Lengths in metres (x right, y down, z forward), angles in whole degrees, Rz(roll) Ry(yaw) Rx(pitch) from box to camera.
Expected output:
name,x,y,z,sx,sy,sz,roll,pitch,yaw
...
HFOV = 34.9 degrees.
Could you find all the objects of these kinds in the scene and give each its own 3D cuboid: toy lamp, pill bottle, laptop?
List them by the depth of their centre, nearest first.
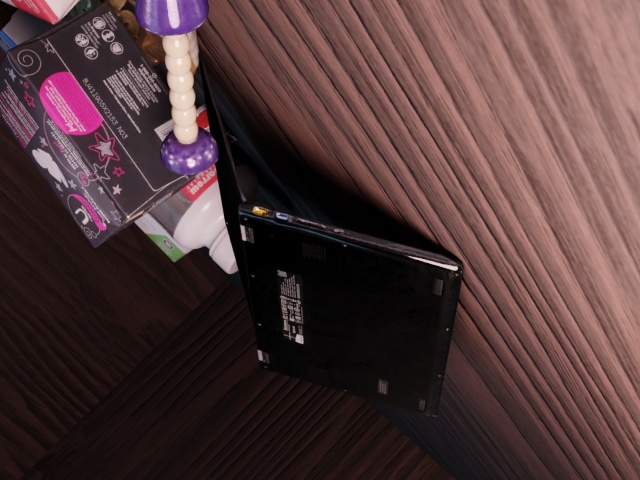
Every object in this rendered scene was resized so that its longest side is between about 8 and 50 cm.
name,x,y,z,sx,sy,sz,roll,pitch,yaw
toy lamp,-0.153,-0.189,1.109,0.080,0.080,0.274,41,152,29
laptop,0.000,0.000,1.347,0.408,0.236,0.382,15,147,12
pill bottle,-0.217,-0.099,1.695,0.318,0.176,0.176,44,171,9

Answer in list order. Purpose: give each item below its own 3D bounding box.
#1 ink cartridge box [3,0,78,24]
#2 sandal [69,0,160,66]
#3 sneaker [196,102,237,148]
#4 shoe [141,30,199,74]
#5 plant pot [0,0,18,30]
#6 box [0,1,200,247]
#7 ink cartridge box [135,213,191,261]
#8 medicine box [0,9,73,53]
name,x,y,z,sx,sy,sz,roll,pitch,yaw
ink cartridge box,-0.438,-0.416,1.236,0.306,0.131,0.226,25,164,26
sandal,-0.305,-0.326,1.355,0.240,0.088,0.079,48,178,14
sneaker,-0.164,-0.168,1.565,0.067,0.042,0.118,48,179,7
shoe,-0.174,-0.247,1.230,0.077,0.058,0.219,33,175,-4
plant pot,-0.487,-0.417,1.525,0.167,0.165,0.167,44,172,8
box,-0.281,-0.146,1.305,0.247,0.163,0.142,55,146,-5
ink cartridge box,-0.256,-0.076,1.936,0.160,0.092,0.219,48,136,-12
medicine box,-0.434,-0.329,1.742,0.263,0.149,0.289,45,172,5
